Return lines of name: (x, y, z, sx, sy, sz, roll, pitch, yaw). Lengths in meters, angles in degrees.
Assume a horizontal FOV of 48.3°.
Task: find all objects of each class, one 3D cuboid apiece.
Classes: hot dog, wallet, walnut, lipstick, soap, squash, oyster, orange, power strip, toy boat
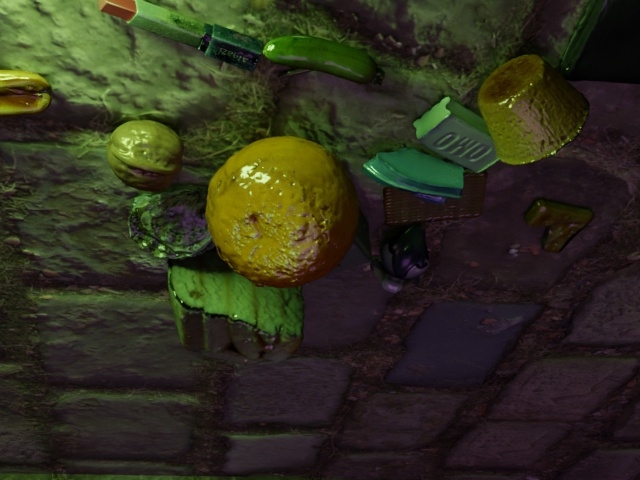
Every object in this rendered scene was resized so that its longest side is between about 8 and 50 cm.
hot dog: (-0.668, -0.299, 1.435, 0.250, 0.068, 0.100, -3, 128, -5)
wallet: (0.713, -0.403, 1.430, 0.407, 0.062, 0.228, 2, 141, -8)
walnut: (-0.379, -0.184, 1.547, 0.167, 0.149, 0.166, -3, 113, -6)
lipstick: (-0.265, -0.401, 1.356, 0.312, 0.051, 0.051, 15, 138, -21)
soap: (0.317, -0.232, 1.597, 0.199, 0.063, 0.115, 22, 142, -28)
squash: (0.013, -0.362, 1.417, 0.258, 0.069, 0.069, 8, 140, -19)
oyster: (-0.338, -0.047, 1.758, 0.268, 0.112, 0.198, 5, 120, 2)
orange: (-0.078, -0.068, 1.586, 0.341, 0.293, 0.340, 8, 117, 16)
power strip: (0.000, 0.000, 1.802, 0.225, 0.139, 0.140, -19, 142, 19)
toy boat: (0.213, -0.148, 1.662, 0.238, 0.109, 0.098, 14, 149, -9)

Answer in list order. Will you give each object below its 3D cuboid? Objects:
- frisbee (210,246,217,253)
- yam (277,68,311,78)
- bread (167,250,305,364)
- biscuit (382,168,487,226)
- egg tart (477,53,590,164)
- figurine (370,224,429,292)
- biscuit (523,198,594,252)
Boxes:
frisbee: (-0.231, 0.071, 1.974, 0.188, 0.012, 0.211, 5, 140, -13)
yam: (-0.037, -0.350, 1.468, 0.107, 0.014, 0.014, -12, 140, 10)
bread: (-0.255, 0.196, 1.928, 0.396, 0.239, 0.264, 15, 138, -21)
biscuit: (0.282, -0.108, 1.783, 0.255, 0.029, 0.172, -5, 142, 1)
egg tart: (0.426, -0.268, 1.468, 0.215, 0.215, 0.171, -30, 123, 28)
figurine: (0.214, 0.053, 1.895, 0.146, 0.145, 0.222, 5, 141, -11)
biscuit: (0.608, -0.037, 1.891, 0.184, 0.038, 0.174, 13, 140, -20)
